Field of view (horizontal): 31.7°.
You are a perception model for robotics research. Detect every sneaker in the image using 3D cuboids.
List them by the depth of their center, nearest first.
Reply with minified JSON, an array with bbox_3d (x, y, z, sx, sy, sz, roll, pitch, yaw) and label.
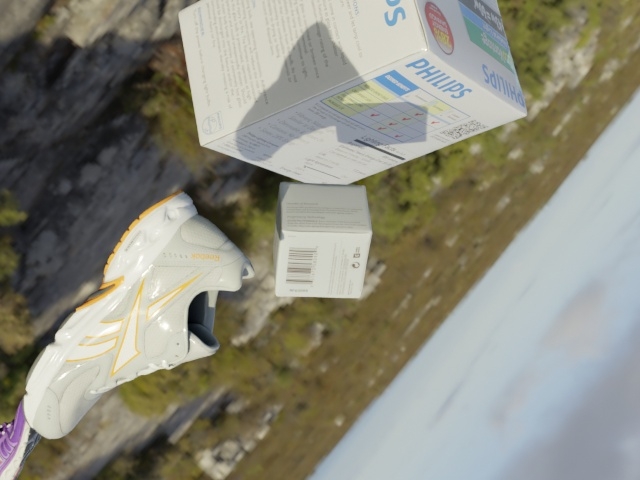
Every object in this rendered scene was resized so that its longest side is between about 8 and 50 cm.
[{"bbox_3d":[-0.162,0.090,1.004,0.262,0.121,0.099,-54,175,15],"label":"sneaker"},{"bbox_3d":[-0.389,0.250,1.377,0.170,0.071,0.068,-56,-175,26],"label":"sneaker"}]

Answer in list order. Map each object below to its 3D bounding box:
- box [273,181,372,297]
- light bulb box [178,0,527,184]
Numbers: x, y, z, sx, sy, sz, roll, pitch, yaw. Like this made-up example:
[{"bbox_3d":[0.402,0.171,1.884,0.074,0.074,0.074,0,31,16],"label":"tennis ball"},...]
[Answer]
[{"bbox_3d":[0.000,0.000,1.258,0.087,0.102,0.101,-96,-170,-49],"label":"box"},{"bbox_3d":[0.052,-0.256,1.636,0.361,0.225,0.358,-20,162,27],"label":"light bulb box"}]
